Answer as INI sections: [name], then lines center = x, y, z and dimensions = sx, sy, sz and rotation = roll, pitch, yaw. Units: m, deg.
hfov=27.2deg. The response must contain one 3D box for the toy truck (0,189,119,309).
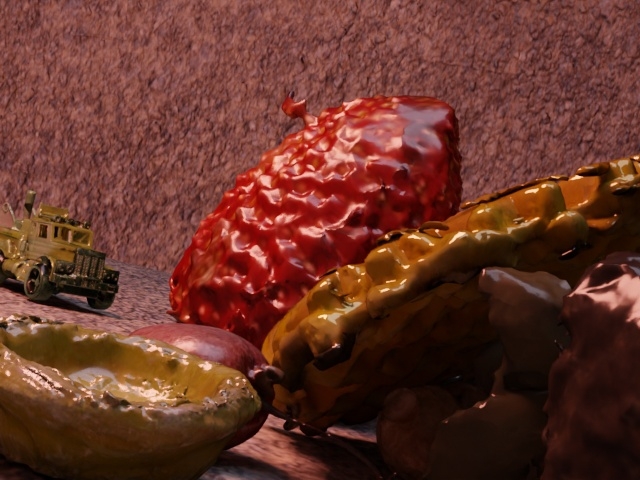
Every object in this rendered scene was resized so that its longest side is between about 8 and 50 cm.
[toy truck]
center = -0.383, 0.009, 1.812
dimensions = 0.128, 0.135, 0.259
rotation = 13, 4, -42

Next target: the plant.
[plant]
center = 0.215, 0.117, 0.805
dimensions = 0.213, 0.215, 0.312
rotation = 10, -1, -31

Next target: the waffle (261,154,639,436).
[waffle]
center = 0.125, 0.043, 1.068
dimensions = 0.380, 0.095, 0.382
rotation = -17, -16, -18

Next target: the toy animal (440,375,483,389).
[toy animal]
center = 0.193, 0.128, 1.357
dimensions = 0.168, 0.106, 0.343
rotation = -26, 13, -1

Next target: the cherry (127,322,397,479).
[cherry]
center = -0.050, 0.119, 0.917
dimensions = 0.225, 0.090, 0.107
rotation = 23, -10, 25

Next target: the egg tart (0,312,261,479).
[egg tart]
center = -0.133, 0.101, 0.793
dimensions = 0.197, 0.078, 0.197
rotation = 13, 2, 0

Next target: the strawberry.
[strawberry]
center = -0.002, -0.001, 1.358
dimensions = 0.292, 0.343, 0.292
rotation = 18, -4, 1

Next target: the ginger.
[ginger]
center = 0.115, 0.161, 1.049
dimensions = 0.104, 0.080, 0.204
rotation = 50, 17, 23
